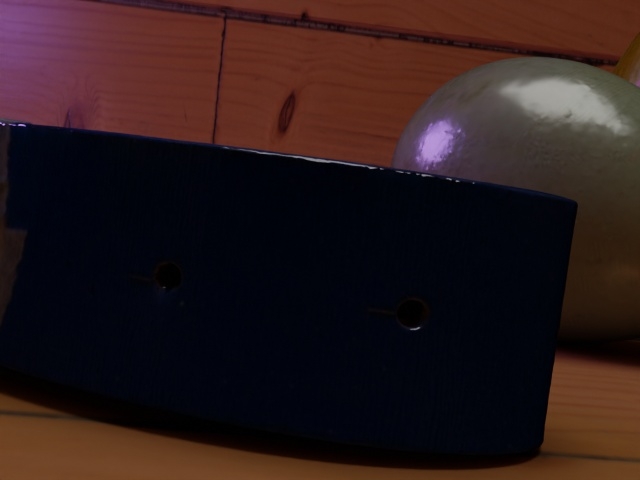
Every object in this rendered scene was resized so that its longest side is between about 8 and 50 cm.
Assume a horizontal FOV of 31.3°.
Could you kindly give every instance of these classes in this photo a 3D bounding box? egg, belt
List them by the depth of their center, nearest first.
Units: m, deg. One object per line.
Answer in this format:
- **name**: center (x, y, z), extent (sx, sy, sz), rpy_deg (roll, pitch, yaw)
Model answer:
- **belt**: center (-0.053, 0.014, 0.549), extent (0.347, 0.117, 0.212), rpy_deg (10, 3, 37)
- **egg**: center (0.190, -0.026, 0.885), extent (0.295, 0.218, 0.218), rpy_deg (24, 13, 35)

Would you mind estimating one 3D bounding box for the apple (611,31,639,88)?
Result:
- **apple**: center (0.437, -0.076, 1.054), extent (0.384, 0.374, 0.374), rpy_deg (11, 1, -21)
